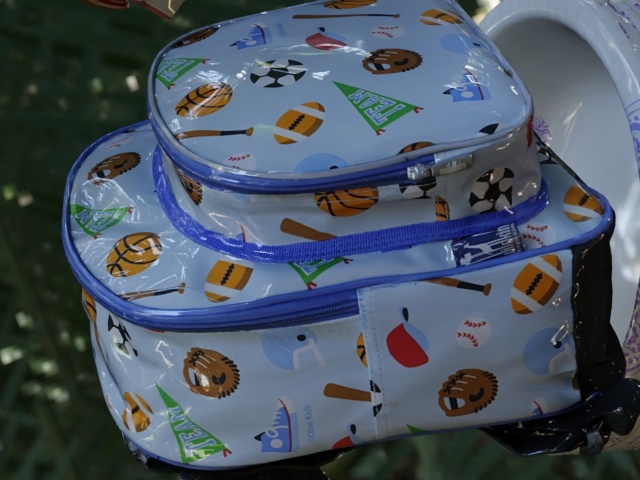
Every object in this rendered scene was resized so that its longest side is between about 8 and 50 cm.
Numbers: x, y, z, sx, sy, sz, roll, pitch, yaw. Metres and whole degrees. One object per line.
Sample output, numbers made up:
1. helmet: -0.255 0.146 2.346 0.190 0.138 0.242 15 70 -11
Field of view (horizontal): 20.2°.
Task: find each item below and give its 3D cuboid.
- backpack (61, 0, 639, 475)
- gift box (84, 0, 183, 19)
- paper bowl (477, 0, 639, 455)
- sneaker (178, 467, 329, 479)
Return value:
1. backpack: 0.000 0.000 0.932 0.263 0.213 0.276 -19 27 -5
2. gift box: -0.178 -0.317 1.279 0.258 0.255 0.276 -55 28 12
3. paper bowl: 0.189 -0.014 1.106 0.148 0.284 0.284 -1 -8 -22
4. sneaker: -0.051 0.131 0.957 0.089 0.051 0.170 -10 31 -27
